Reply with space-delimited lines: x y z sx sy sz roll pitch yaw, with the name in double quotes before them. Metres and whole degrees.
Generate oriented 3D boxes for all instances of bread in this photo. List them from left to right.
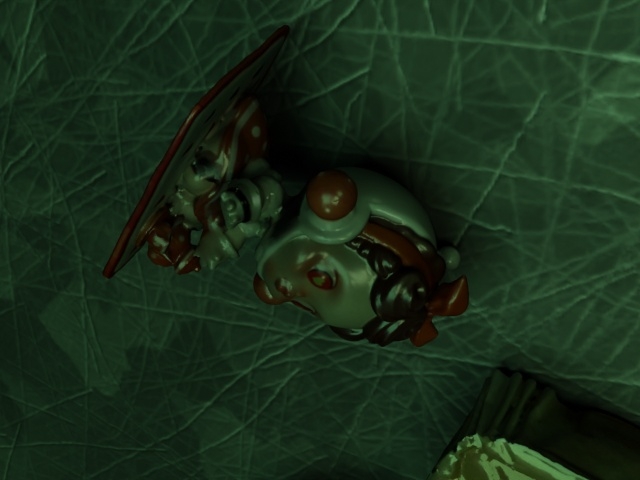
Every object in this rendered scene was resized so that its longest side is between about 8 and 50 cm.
"bread" 0.180 0.220 0.692 0.210 0.110 0.192 24 119 16

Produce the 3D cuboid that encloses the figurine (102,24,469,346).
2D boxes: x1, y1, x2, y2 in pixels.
"figurine" 0.000 0.000 0.658 0.226 0.160 0.183 36 129 -2
